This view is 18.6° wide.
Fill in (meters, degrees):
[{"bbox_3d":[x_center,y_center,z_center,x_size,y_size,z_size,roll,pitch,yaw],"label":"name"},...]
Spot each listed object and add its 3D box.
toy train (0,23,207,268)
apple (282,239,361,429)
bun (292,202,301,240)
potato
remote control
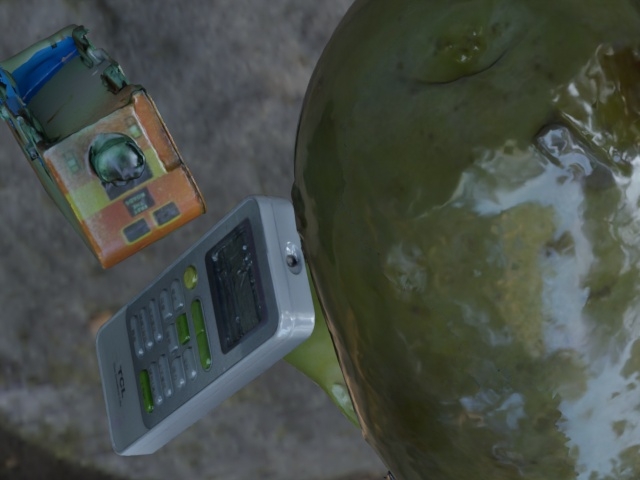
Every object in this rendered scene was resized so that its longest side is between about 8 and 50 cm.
[{"bbox_3d":[-0.127,-0.053,1.081,0.072,0.188,0.099,-27,117,-10],"label":"toy train"},{"bbox_3d":[0.101,0.030,1.318,0.265,0.193,0.120,-45,166,24],"label":"apple"},{"bbox_3d":[0.000,0.000,2.028,0.138,0.094,0.138,-18,117,-40],"label":"bun"},{"bbox_3d":[0.081,0.019,0.665,0.165,0.165,0.262,-22,118,3],"label":"potato"},{"bbox_3d":[-0.083,0.062,1.329,0.034,0.103,0.250,3,155,-33],"label":"remote control"}]
